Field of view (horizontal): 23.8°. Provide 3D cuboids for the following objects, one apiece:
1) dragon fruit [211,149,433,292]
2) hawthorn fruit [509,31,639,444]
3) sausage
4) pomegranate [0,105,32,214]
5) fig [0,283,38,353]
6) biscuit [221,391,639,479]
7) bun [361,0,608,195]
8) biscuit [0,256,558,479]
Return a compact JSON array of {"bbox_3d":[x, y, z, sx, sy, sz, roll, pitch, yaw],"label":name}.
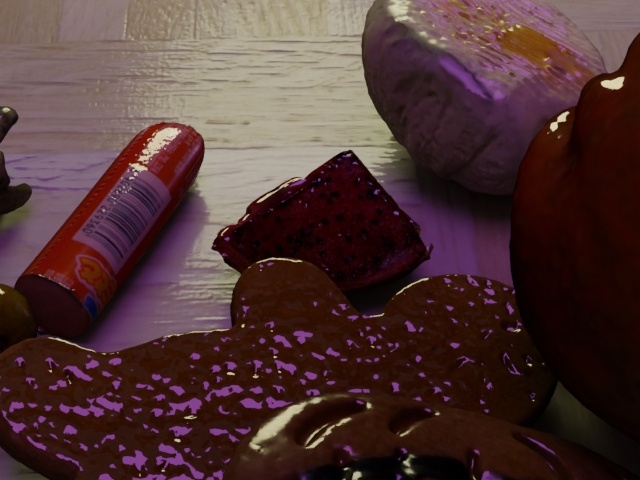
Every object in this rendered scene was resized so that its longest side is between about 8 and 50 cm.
[{"bbox_3d":[0.000,0.000,1.306,0.161,0.120,0.127,-31,88,2],"label":"dragon fruit"},{"bbox_3d":[0.342,0.008,1.077,0.402,0.403,0.403,0,41,0],"label":"hawthorn fruit"},{"bbox_3d":[-0.172,-0.027,1.331,0.074,0.074,0.274,14,43,16],"label":"sausage"},{"bbox_3d":[-0.390,-0.049,1.262,0.242,0.242,0.306,7,21,8],"label":"pomegranate"},{"bbox_3d":[-0.273,0.067,1.223,0.082,0.084,0.098,21,22,-32],"label":"fig"},{"bbox_3d":[0.107,0.231,0.965,0.367,0.063,0.314,16,37,-8],"label":"biscuit"},{"bbox_3d":[0.138,-0.139,1.403,0.244,0.153,0.244,16,34,-11],"label":"bun"},{"bbox_3d":[-0.013,0.139,1.144,0.432,0.064,0.283,-18,54,-20],"label":"biscuit"}]
